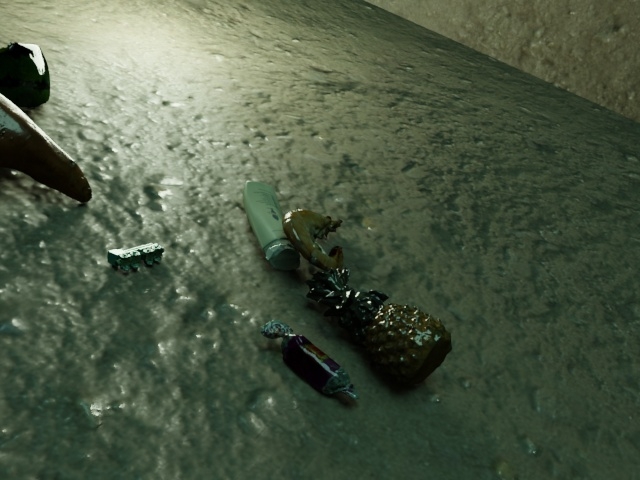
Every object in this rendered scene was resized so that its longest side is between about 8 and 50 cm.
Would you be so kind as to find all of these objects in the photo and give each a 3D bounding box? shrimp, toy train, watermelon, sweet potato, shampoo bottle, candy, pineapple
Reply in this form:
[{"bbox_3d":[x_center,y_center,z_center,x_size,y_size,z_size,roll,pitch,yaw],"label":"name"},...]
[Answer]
[{"bbox_3d":[0.002,-0.003,1.385,0.133,0.053,0.236,43,15,9],"label":"shrimp"},{"bbox_3d":[-0.289,0.024,1.248,0.045,0.029,0.092,21,25,34],"label":"toy train"},{"bbox_3d":[-0.594,-0.309,1.500,0.129,0.123,0.301,-3,15,15],"label":"watermelon"},{"bbox_3d":[-0.527,-0.178,1.282,0.359,0.112,0.112,38,33,-5],"label":"sweet potato"},{"bbox_3d":[-0.089,-0.029,1.405,0.072,0.049,0.212,14,31,-33],"label":"shampoo bottle"},{"bbox_3d":[-0.014,0.177,1.146,0.175,0.043,0.045,37,35,21],"label":"candy"},{"bbox_3d":[0.078,0.119,1.221,0.125,0.125,0.251,-17,41,-43],"label":"pineapple"}]

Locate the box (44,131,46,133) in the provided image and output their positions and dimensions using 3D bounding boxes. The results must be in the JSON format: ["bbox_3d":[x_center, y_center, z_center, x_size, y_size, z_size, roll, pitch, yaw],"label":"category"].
[{"bbox_3d":[-0.633,-0.176,1.354,0.211,0.045,0.270,32,35,22],"label":"box"}]
